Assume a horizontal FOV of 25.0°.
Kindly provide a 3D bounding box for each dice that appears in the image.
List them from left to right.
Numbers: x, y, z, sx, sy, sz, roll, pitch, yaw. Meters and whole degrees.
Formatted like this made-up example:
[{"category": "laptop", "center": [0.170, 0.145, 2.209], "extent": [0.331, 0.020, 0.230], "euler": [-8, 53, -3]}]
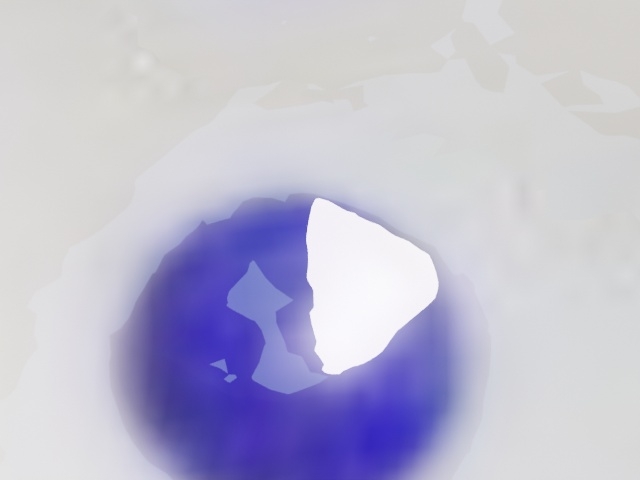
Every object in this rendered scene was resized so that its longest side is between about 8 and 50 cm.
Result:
[{"category": "dice", "center": [0.000, 0.000, 0.455], "extent": [0.304, 0.277, 0.304], "euler": [-4, 73, 3]}]
